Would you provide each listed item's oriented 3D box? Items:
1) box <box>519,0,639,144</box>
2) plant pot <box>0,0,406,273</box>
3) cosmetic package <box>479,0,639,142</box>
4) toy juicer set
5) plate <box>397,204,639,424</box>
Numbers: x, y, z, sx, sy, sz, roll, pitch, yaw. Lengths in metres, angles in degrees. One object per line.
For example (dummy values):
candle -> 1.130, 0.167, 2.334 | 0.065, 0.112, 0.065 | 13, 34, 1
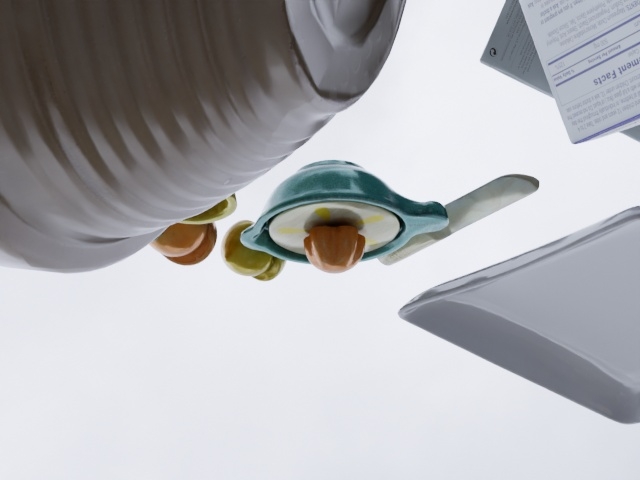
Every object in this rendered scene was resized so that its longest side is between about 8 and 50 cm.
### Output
box -> 0.193, -0.144, 0.863 | 0.072, 0.126, 0.137 | -18, -93, -26
plant pot -> -0.039, -0.103, 0.424 | 0.109, 0.237, 0.237 | 6, -106, 21
cosmetic package -> 0.389, -0.173, 1.547 | 0.284, 0.377, 0.097 | 34, -68, 27
toy juicer set -> 0.000, 0.000, 1.211 | 0.329, 0.209, 0.089 | 6, -116, -18
plate -> 0.250, 0.059, 1.107 | 0.277, 0.278, 0.045 | 27, -121, -27
